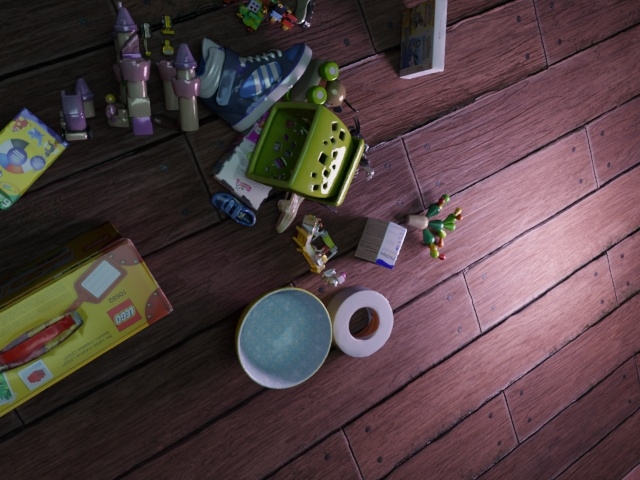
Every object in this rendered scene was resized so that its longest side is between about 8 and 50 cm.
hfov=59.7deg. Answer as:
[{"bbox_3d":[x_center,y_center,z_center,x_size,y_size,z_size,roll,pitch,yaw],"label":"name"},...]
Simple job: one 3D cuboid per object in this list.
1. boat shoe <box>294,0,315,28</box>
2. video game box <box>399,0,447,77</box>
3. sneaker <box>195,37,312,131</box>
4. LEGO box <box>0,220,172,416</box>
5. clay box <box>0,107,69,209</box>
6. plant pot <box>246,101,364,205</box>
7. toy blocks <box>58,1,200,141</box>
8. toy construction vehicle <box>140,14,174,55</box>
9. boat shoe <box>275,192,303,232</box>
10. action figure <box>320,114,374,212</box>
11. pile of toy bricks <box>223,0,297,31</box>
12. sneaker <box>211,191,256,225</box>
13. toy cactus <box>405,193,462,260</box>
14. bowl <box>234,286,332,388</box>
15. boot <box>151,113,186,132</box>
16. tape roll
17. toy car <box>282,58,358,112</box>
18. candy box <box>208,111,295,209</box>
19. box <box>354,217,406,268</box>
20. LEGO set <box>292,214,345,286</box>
[{"bbox_3d":[-0.039,-0.671,1.591,0.042,0.049,0.133,22,80,-54],"label":"boat shoe"},{"bbox_3d":[0.307,-0.605,1.685,0.048,0.187,0.205,-2,98,-26],"label":"video game box"},{"bbox_3d":[-0.197,-0.477,1.491,0.323,0.130,0.236,-48,118,-6],"label":"sneaker"},{"bbox_3d":[-0.628,0.172,1.244,0.500,0.372,0.193,-32,110,-18],"label":"LEGO box"},{"bbox_3d":[-0.724,-0.190,1.323,0.127,0.053,0.222,43,78,-24],"label":"clay box"},{"bbox_3d":[-0.029,-0.221,1.487,0.207,0.228,0.227,23,88,-38],"label":"plant pot"},{"bbox_3d":[-0.451,-0.398,1.276,0.309,0.288,0.260,-10,119,-22],"label":"toy blocks"},{"bbox_3d":[-0.420,-0.526,1.436,0.086,0.035,0.098,-15,106,-34],"label":"toy construction vehicle"},{"bbox_3d":[-0.098,-0.104,1.636,0.059,0.063,0.170,33,73,-23],"label":"boat shoe"},{"bbox_3d":[0.075,-0.222,1.651,0.141,0.164,0.276,28,94,-17],"label":"action figure"},{"bbox_3d":[-0.173,-0.619,1.510,0.212,0.118,0.105,21,120,-35],"label":"pile of toy bricks"},{"bbox_3d":[-0.239,-0.087,1.564,0.144,0.059,0.053,30,100,-24],"label":"sneaker"},{"bbox_3d":[0.373,-0.049,1.855,0.180,0.112,0.219,9,102,-17],"label":"toy cactus"},{"bbox_3d":[-0.126,0.264,1.618,0.289,0.156,0.289,-4,99,-25],"label":"bowl"},{"bbox_3d":[-0.378,-0.307,1.438,0.106,0.114,0.037,10,93,-27],"label":"boot"},{"bbox_3d":[0.122,0.259,1.784,0.219,0.072,0.219,-4,99,-24],"label":"tape roll"},{"bbox_3d":[0.017,-0.414,1.604,0.188,0.155,0.149,30,84,-39],"label":"toy car"},{"bbox_3d":[-0.179,-0.226,1.569,0.159,0.071,0.233,41,79,-27],"label":"candy box"},{"bbox_3d":[0.188,0.008,1.750,0.072,0.126,0.137,22,88,-28],"label":"box"},{"bbox_3d":[0.000,0.000,1.655,0.107,0.132,0.287,-41,134,-21],"label":"LEGO set"}]
